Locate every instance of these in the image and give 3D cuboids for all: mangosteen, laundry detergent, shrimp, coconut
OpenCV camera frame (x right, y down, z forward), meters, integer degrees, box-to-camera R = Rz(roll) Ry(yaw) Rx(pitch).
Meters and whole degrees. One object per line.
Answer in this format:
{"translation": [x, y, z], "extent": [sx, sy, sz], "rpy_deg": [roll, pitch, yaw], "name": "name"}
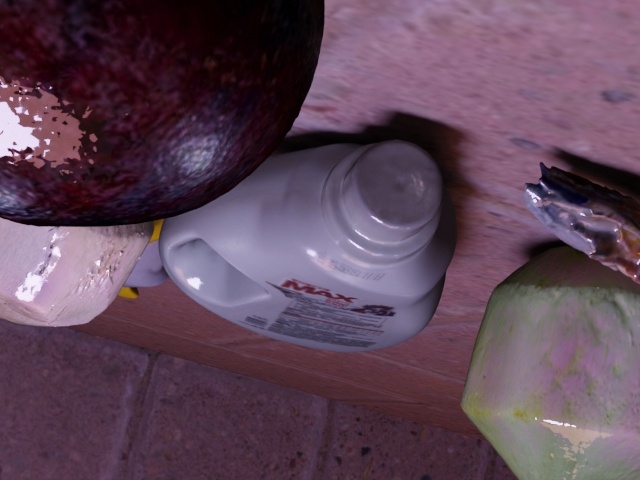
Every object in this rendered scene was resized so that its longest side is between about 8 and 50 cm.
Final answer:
{"translation": [-0.087, -0.113, 0.412], "extent": [0.216, 0.216, 0.216], "rpy_deg": [13, 167, 3], "name": "mangosteen"}
{"translation": [0.000, 0.000, 0.955], "extent": [0.264, 0.124, 0.398], "rpy_deg": [16, 166, -7], "name": "laundry detergent"}
{"translation": [0.277, 0.039, 0.814], "extent": [0.317, 0.164, 0.062], "rpy_deg": [25, 121, -19], "name": "shrimp"}
{"translation": [-0.241, 0.001, 1.016], "extent": [0.171, 0.183, 0.171], "rpy_deg": [31, -166, -8], "name": "coconut"}
{"translation": [0.234, 0.125, 1.001], "extent": [0.236, 0.235, 0.204], "rpy_deg": [10, 170, 12], "name": "coconut"}

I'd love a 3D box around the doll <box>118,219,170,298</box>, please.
{"translation": [-0.245, -0.023, 1.166], "extent": [0.316, 0.145, 0.103], "rpy_deg": [31, -168, -39], "name": "doll"}
